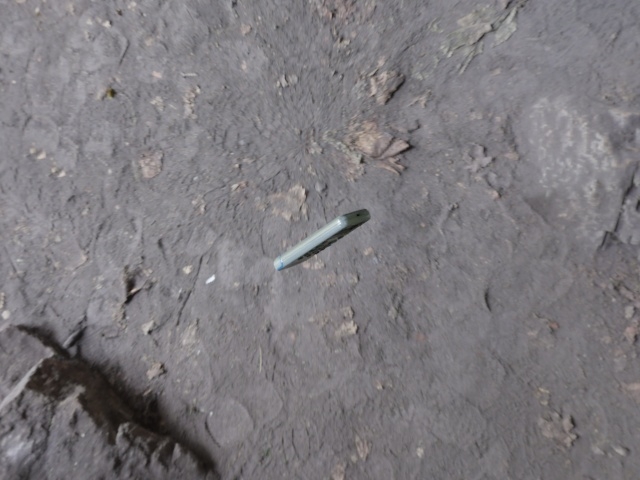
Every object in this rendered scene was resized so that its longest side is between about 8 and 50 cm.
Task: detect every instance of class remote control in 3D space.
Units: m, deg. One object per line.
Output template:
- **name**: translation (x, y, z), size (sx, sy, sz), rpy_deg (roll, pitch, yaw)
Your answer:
- **remote control**: translation (0.000, 0.000, 0.729), size (0.124, 0.053, 0.018), rpy_deg (-33, 79, 40)
